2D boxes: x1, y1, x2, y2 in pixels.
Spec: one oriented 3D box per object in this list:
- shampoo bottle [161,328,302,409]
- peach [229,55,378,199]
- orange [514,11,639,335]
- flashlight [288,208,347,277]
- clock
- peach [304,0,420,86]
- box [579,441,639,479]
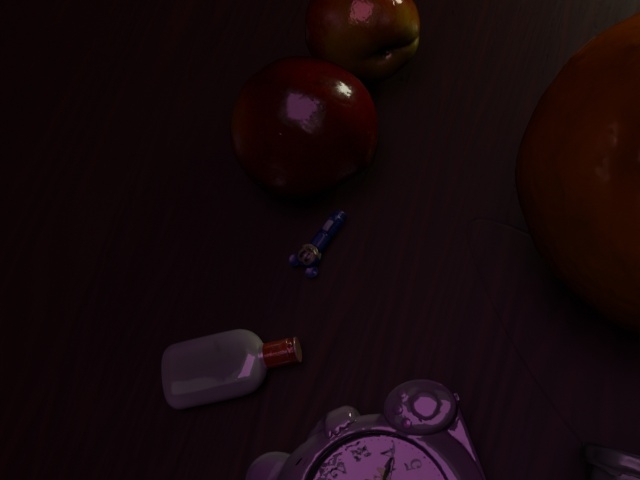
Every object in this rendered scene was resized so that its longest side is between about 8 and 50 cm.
[{"bbox_3d":[-0.139,0.193,1.089,0.221,0.051,0.108,-14,64,10],"label":"shampoo bottle"},{"bbox_3d":[-0.027,-0.177,1.124,0.243,0.199,0.243,-1,86,15],"label":"peach"},{"bbox_3d":[0.451,-0.079,0.853,0.424,0.326,0.424,0,91,24],"label":"orange"},{"bbox_3d":[0.000,0.000,1.135,0.057,0.035,0.121,33,81,25],"label":"flashlight"},{"bbox_3d":[0.072,0.365,0.930,0.322,0.113,0.295,-21,65,8],"label":"clock"},{"bbox_3d":[0.068,-0.362,1.181,0.190,0.190,0.192,-35,60,0],"label":"peach"},{"bbox_3d":[0.447,0.363,0.803,0.312,0.175,0.182,13,81,19],"label":"box"}]
